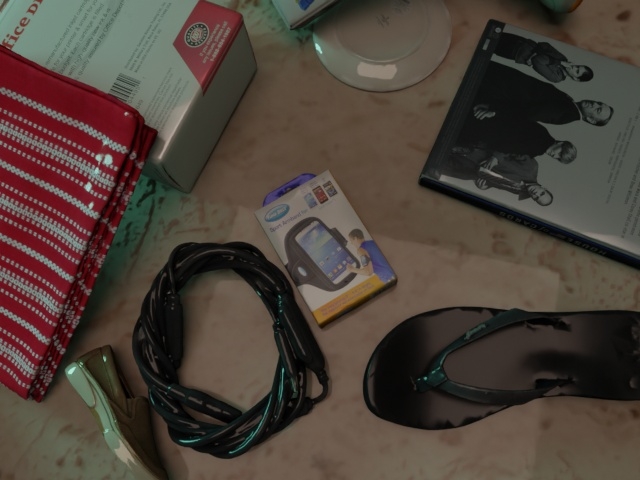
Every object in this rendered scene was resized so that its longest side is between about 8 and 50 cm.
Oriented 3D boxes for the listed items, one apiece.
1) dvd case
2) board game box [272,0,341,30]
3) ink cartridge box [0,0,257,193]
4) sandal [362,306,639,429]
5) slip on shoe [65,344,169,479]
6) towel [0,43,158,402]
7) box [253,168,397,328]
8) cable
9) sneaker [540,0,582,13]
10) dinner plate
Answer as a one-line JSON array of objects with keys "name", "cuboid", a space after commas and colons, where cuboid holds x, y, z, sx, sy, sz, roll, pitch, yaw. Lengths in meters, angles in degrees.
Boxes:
[{"name": "dvd case", "cuboid": [0.234, -0.088, 0.534, 0.238, 0.029, 0.179, 23, 77, 10]}, {"name": "board game box", "cuboid": [0.051, -0.351, 0.506, 0.305, 0.053, 0.193, -26, 104, 23]}, {"name": "ink cartridge box", "cuboid": [-0.194, -0.162, 0.558, 0.217, 0.092, 0.159, 24, 78, 9]}, {"name": "sandal", "cuboid": [0.158, 0.094, 0.475, 0.254, 0.054, 0.097, -9, 74, 2]}, {"name": "slip on shoe", "cuboid": [-0.162, 0.148, 0.493, 0.041, 0.051, 0.135, -36, 68, -18]}, {"name": "towel", "cuboid": [-0.272, -0.020, 0.505, 0.198, 0.031, 0.275, 28, 101, 11]}, {"name": "box", "cuboid": [0.000, 0.000, 0.530, 0.081, 0.028, 0.136, -31, 76, -4]}, {"name": "cable", "cuboid": [-0.087, 0.087, 0.509, 0.150, 0.047, 0.184, -30, 77, 1]}, {"name": "sneaker", "cuboid": [0.140, -0.299, 0.581, 0.121, 0.099, 0.262, -45, 80, 16]}, {"name": "dinner plate", "cuboid": [0.062, -0.216, 0.592, 0.141, 0.017, 0.141, -1, 74, 3]}]
